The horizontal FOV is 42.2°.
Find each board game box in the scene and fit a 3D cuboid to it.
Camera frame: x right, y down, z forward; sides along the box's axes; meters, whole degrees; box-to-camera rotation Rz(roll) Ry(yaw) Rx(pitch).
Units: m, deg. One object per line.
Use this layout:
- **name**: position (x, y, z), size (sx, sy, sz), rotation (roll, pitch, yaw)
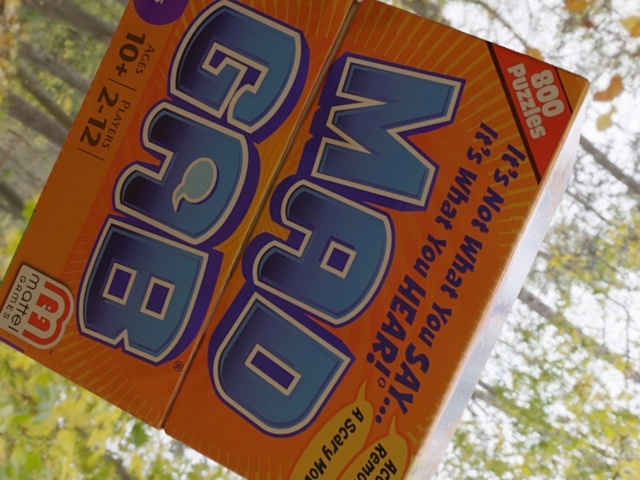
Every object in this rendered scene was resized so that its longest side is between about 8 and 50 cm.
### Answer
- **board game box**: position (0.000, 0.000, 0.774), size (0.357, 0.356, 0.356), rotation (-66, 164, 0)
